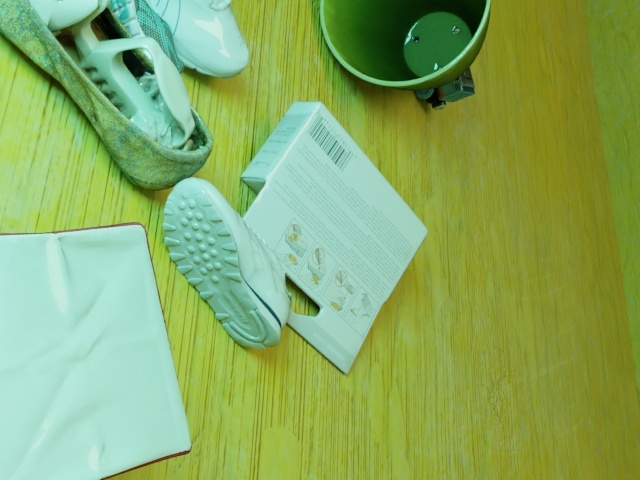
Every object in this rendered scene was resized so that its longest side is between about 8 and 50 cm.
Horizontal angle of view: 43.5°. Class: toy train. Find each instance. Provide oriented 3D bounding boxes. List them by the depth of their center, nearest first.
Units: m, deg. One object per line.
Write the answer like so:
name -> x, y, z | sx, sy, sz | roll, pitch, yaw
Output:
toy train -> 0.233, -0.352, 1.573 | 0.080, 0.105, 0.184 | -4, 80, -57

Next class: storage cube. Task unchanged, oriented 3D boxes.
storage cube -> -0.242, 0.098, 0.597 | 0.184, 0.193, 0.214 | -5, 81, -57

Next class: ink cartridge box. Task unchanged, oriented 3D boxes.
ink cartridge box -> 0.000, 0.000, 1.115 | 0.296, 0.066, 0.261 | 46, 68, -36

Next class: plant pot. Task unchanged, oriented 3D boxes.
plant pot -> 0.175, -0.371, 1.393 | 0.293, 0.275, 0.274 | 9, 69, -71

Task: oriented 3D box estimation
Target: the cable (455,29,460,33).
cable -> 0.230, -0.548, 1.671 | 0.257, 0.089, 0.257 | -32, 102, -55

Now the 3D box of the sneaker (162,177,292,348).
sneaker -> -0.103, 0.017, 0.937 | 0.094, 0.090, 0.235 | -61, 137, -45

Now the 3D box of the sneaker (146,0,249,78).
sneaker -> -0.165, -0.330, 0.955 | 0.297, 0.129, 0.111 | 59, 35, -23

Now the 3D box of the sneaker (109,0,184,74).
sneaker -> -0.209, -0.246, 0.918 | 0.076, 0.065, 0.166 | -54, 130, -52

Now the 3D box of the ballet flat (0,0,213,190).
ballet flat -> -0.229, -0.202, 0.817 | 0.348, 0.123, 0.123 | 55, 37, -26
